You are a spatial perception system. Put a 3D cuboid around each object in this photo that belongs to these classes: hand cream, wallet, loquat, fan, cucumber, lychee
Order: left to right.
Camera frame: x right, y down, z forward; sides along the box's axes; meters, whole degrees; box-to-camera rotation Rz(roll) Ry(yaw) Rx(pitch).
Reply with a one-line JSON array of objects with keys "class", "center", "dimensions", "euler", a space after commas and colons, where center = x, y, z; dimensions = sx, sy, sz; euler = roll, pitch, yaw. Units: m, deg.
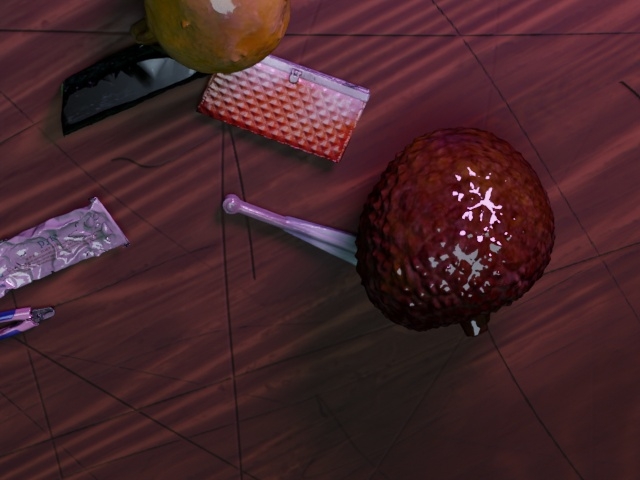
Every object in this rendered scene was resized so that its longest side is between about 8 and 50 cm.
[{"class": "hand cream", "center": [-0.375, 0.028, 1.909], "dimensions": [0.257, 0.050, 0.084], "euler": [-28, 119, 1]}, {"class": "cucumber", "center": [-0.229, -0.193, 1.807], "dimensions": [0.220, 0.046, 0.070], "euler": [-22, 108, 10]}, {"class": "loquat", "center": [-0.127, -0.273, 1.724], "dimensions": [0.204, 0.149, 0.172], "euler": [-22, 123, 18]}, {"class": "wallet", "center": [-0.046, -0.172, 1.858], "dimensions": [0.196, 0.020, 0.103], "euler": [19, 113, -16]}, {"class": "fan", "center": [0.000, 0.000, 1.954], "dimensions": [0.282, 0.023, 0.057], "euler": [19, 123, -16]}, {"class": "lychee", "center": [0.163, -0.010, 1.845], "dimensions": [0.260, 0.260, 0.261], "euler": [-3, 118, -5]}]

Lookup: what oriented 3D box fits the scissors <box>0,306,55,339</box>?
[{"class": "scissors", "center": [-0.402, 0.108, 1.965], "dimensions": [0.113, 0.012, 0.039], "euler": [-15, 118, 1]}]
